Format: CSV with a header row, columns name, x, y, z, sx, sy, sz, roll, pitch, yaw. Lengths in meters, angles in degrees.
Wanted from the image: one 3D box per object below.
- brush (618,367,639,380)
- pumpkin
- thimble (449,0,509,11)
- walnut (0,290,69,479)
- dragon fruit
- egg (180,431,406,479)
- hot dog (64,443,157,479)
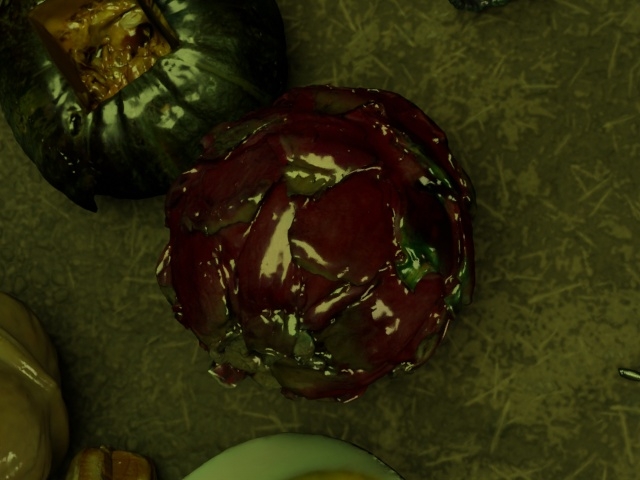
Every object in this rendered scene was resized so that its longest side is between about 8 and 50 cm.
name,x,y,z,sx,sy,sz,roll,pitch,yaw
brush,0.336,0.141,1.839,0.083,0.008,0.024,17,89,16
pumpkin,-0.193,-0.195,1.933,0.320,0.192,0.320,-4,75,16
thimble,0.170,-0.293,1.885,0.118,0.135,0.090,-14,79,8
walnut,-0.393,0.180,1.892,0.285,0.285,0.296,-12,40,12
dragon fruit,0.003,0.000,1.801,0.329,0.329,0.329,-2,81,14
egg,-0.024,0.373,1.792,0.337,0.201,0.337,-6,47,6
hot dog,-0.218,0.302,1.878,0.102,0.076,0.249,9,40,-10
